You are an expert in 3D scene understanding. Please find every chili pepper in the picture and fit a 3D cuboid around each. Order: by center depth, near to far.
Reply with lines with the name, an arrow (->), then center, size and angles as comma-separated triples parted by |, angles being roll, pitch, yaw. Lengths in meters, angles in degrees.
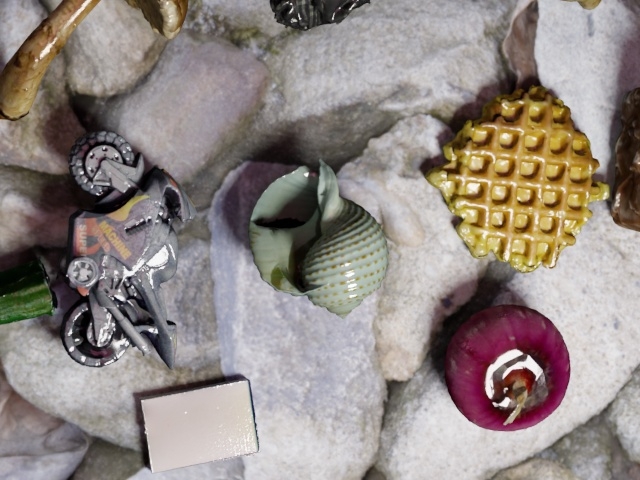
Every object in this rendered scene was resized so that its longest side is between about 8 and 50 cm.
chili pepper -> -0.447, 0.091, 1.729 | 0.226, 0.088, 0.059 | -19, 130, -8

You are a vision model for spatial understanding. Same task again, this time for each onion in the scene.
onion -> 0.255, 0.173, 1.867 | 0.177, 0.153, 0.177 | 3, 80, -17

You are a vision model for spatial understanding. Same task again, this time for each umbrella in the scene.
umbrella -> 0.078, -0.382, 1.742 | 0.336, 0.154, 0.128 | -27, 94, 26

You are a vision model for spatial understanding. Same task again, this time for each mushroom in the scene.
mushroom -> -0.272, -0.275, 1.670 | 0.208, 0.233, 0.302 | 16, 87, -5

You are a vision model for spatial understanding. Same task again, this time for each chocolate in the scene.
chocolate -> 0.464, -0.106, 1.905 | 0.093, 0.148, 0.214 | 6, 90, -8

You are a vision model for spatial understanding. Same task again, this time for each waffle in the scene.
waffle -> 0.279, -0.081, 1.911 | 0.243, 0.059, 0.238 | -44, 105, -6

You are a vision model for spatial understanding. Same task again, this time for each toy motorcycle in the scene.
toy motorcycle -> -0.245, 0.015, 1.758 | 0.173, 0.108, 0.307 | 1, 95, -19

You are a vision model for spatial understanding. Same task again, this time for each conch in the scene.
conch -> 0.003, 0.006, 1.806 | 0.172, 0.131, 0.200 | -11, 66, 11

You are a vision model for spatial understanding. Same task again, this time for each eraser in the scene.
eraser -> -0.161, 0.248, 1.830 | 0.150, 0.023, 0.104 | -9, 95, -13

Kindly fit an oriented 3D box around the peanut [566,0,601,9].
peanut -> 0.290, -0.430, 1.836 | 0.291, 0.143, 0.159 | 31, 126, -13
